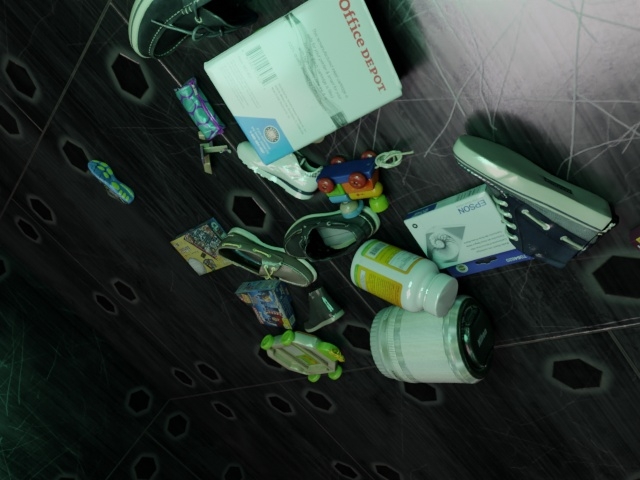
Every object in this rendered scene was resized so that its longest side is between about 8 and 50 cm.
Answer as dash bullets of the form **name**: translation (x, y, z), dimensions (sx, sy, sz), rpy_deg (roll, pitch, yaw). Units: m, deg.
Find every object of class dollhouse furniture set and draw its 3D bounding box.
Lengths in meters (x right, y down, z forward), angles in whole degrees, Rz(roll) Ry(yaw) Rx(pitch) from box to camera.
- **dollhouse furniture set**: translation (-0.295, -0.248, 1.336), dimensions (0.081, 0.091, 0.114), rpy_deg (-8, 162, -10)

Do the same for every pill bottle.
- **pill bottle**: translation (0.208, 0.096, 1.175), dimensions (0.246, 0.136, 0.136), rpy_deg (24, 139, 38)

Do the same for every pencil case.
- **pencil case**: translation (-0.310, -0.339, 1.221), dimensions (0.070, 0.064, 0.151), rpy_deg (2, 131, 53)

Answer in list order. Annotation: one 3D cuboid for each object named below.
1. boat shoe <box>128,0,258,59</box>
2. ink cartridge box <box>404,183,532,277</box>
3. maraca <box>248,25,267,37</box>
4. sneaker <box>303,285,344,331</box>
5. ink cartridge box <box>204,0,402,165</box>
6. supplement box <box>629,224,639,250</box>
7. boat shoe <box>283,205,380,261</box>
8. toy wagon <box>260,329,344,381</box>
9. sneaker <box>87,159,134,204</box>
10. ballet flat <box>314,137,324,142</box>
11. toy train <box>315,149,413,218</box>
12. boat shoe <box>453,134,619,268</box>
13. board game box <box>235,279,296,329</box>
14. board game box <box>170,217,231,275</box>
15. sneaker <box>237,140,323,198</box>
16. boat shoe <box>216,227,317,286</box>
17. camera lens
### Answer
- **boat shoe**: translation (-0.217, -0.485, 0.945), dimensions (0.500, 0.187, 0.156), rpy_deg (-20, 109, 37)
- **ink cartridge box**: translation (0.345, -0.002, 1.108), dimensions (0.223, 0.045, 0.224), rpy_deg (-23, 113, 44)
- **maraca**: translation (-0.125, -0.373, 1.026), dimensions (0.127, 0.099, 0.185), rpy_deg (42, 114, 1)
- **sneaker**: translation (-0.010, 0.219, 1.534), dimensions (0.118, 0.083, 0.222), rpy_deg (57, 144, 4)
- **ink cartridge box**: translation (-0.027, -0.323, 0.917), dimensions (0.307, 0.129, 0.223), rpy_deg (-24, 114, 15)
- **supplement box**: translation (0.653, 0.004, 0.912), dimensions (0.083, 0.043, 0.055), rpy_deg (37, 140, 0)
- **boat shoe**: translation (0.003, 0.003, 1.287), dimensions (0.340, 0.113, 0.127), rpy_deg (-11, 119, 39)
- **toy wagon**: translation (-0.040, 0.408, 1.688), dimensions (0.267, 0.068, 0.344), rpy_deg (41, 140, -25)
- **sneaker**: translation (-0.731, -0.195, 1.627), dimensions (0.078, 0.067, 0.188), rpy_deg (-26, 113, 38)
- **ballet flat**: translation (-0.103, -0.301, 1.107), dimensions (0.248, 0.086, 0.086), rpy_deg (39, 138, -3)
- **toy train**: translation (0.124, -0.127, 1.105), dimensions (0.248, 0.105, 0.143), rpy_deg (-4, 132, 36)
- **boat shoe**: translation (0.394, -0.069, 0.947), dimensions (0.340, 0.127, 0.158), rpy_deg (30, 127, 6)
- **board game box**: translation (-0.193, 0.211, 1.645), dimensions (0.194, 0.060, 0.194), rpy_deg (5, 130, 31)
- **board game box**: translation (-0.393, 0.026, 1.623), dimensions (0.243, 0.042, 0.165), rpy_deg (-18, 116, 42)
- **sneaker**: translation (-0.102, -0.202, 1.207), dimensions (0.235, 0.090, 0.095), rpy_deg (29, 125, 2)
- **boat shoe**: translation (-0.170, 0.070, 1.473), dimensions (0.324, 0.096, 0.116), rpy_deg (26, 137, 11)
- **camera lens**: translation (0.299, 0.263, 1.248), dimensions (0.274, 0.219, 0.219), rpy_deg (-14, 118, 41)
